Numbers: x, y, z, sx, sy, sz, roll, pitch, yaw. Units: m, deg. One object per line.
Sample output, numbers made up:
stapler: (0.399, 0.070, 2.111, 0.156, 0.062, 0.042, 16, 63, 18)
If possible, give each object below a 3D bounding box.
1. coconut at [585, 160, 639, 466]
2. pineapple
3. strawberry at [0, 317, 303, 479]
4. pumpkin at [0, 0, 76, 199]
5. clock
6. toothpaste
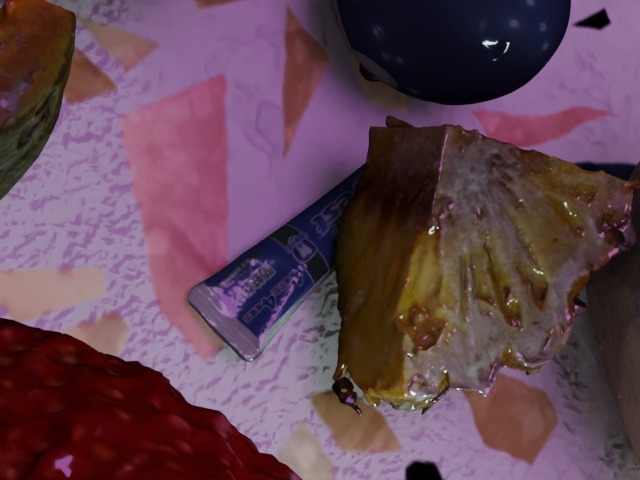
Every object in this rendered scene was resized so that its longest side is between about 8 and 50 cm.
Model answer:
coconut: (0.333, 0.049, 0.990, 0.310, 0.297, 0.297, 9, 72, -35)
pineapple: (0.091, 0.004, 0.905, 0.236, 0.114, 0.186, -40, 117, -36)
strawberry: (-0.105, 0.185, 0.642, 0.292, 0.292, 0.309, -22, 97, -37)
pumpkin: (-0.242, -0.081, 0.711, 0.248, 0.131, 0.126, 19, 67, -28)
clock: (0.080, -0.206, 0.967, 0.200, 0.146, 0.243, 17, 60, -35)
toothpaste: (0.000, 0.000, 0.916, 0.057, 0.035, 0.197, 47, 56, 4)
